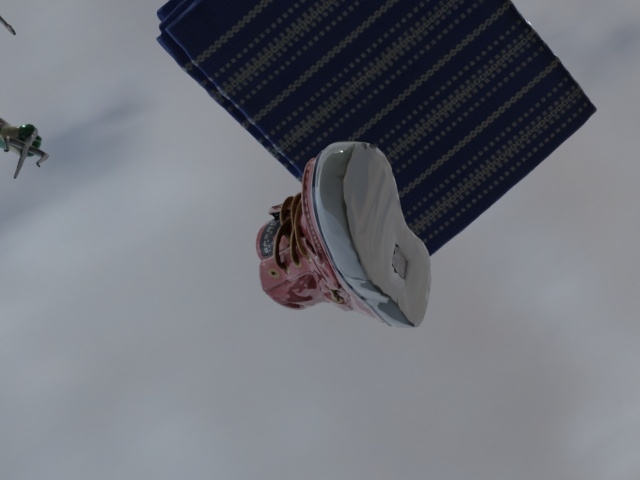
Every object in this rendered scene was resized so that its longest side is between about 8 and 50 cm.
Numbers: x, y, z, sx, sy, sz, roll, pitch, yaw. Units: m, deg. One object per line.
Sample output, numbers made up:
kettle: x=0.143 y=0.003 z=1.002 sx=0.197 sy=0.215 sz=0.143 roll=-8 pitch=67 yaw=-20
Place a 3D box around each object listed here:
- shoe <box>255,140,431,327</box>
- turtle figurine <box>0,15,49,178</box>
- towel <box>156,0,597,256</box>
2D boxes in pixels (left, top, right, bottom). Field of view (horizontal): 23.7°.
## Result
shoe: x=0.000 y=0.000 z=0.788 sx=0.178 sy=0.081 sz=0.063 roll=54 pitch=-136 yaw=-64
turtle figurine: x=-0.296 y=-0.147 z=1.213 sx=0.118 sy=0.234 sz=0.175 roll=-15 pitch=-51 yaw=-7
towel: x=0.051 y=-0.148 z=1.307 sx=0.243 sy=0.040 sz=0.336 roll=-41 pitch=-63 yaw=8
